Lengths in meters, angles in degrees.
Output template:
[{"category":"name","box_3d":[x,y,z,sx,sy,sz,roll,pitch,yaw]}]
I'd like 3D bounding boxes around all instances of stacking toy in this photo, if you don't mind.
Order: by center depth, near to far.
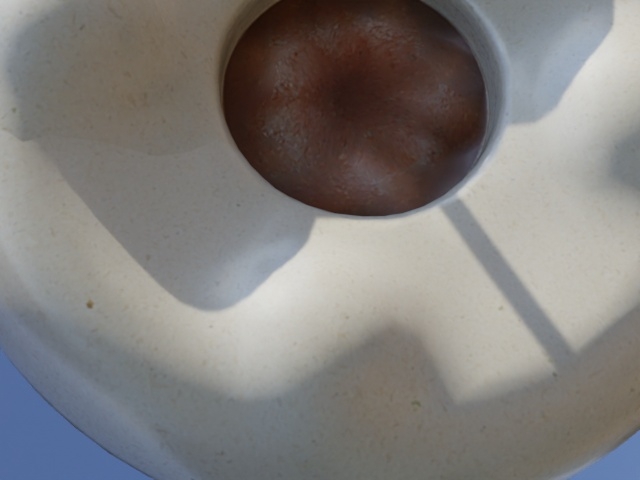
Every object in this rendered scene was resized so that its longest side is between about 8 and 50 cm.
[{"category":"stacking toy","box_3d":[0.000,0.000,0.676,0.350,0.480,0.351,1,-108,-4]}]
